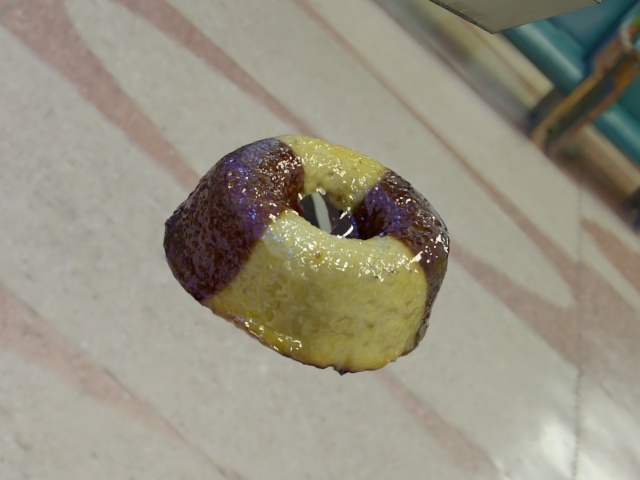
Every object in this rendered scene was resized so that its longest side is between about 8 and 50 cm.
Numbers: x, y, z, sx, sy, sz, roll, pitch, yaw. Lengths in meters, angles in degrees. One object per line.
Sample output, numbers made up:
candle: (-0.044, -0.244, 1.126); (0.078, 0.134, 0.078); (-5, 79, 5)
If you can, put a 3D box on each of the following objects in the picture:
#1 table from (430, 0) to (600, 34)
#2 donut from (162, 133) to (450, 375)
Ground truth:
table: (0.125, -0.279, 1.260); (0.240, 0.122, 0.111); (19, 69, -44)
donut: (0.000, 0.000, 0.859); (0.166, 0.073, 0.184); (42, 30, 24)
